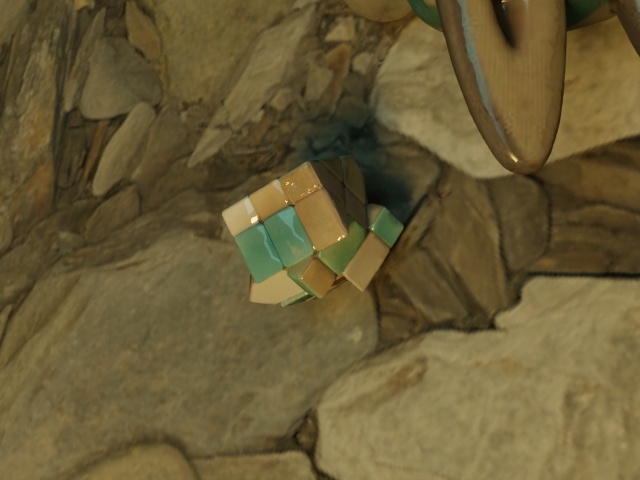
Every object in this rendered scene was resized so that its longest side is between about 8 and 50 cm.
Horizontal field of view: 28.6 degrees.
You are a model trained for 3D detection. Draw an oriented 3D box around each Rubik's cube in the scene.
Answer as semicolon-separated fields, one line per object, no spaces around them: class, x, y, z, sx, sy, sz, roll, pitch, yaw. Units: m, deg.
Rubik's cube;0.000;-0.001;0.677;0.075;0.084;0.073;-34;79;40

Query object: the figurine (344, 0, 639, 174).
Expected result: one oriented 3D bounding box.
figurine;0.038;-0.204;0.620;0.361;0.266;0.377;-22;58;34
